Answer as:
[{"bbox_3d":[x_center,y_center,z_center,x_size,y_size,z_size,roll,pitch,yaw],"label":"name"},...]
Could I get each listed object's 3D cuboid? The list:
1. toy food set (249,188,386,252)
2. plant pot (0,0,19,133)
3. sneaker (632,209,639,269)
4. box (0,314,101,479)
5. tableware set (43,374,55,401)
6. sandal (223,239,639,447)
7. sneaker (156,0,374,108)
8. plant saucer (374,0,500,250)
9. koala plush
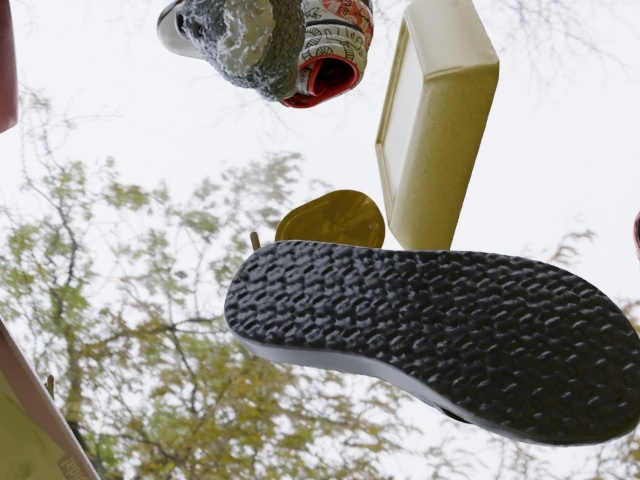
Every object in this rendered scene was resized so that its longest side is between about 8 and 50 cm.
[{"bbox_3d":[0.000,0.000,1.475,0.218,0.071,0.128,-23,-89,9],"label":"toy food set"},{"bbox_3d":[-0.432,-0.217,0.819,0.235,0.267,0.267,-66,-8,33],"label":"plant pot"},{"bbox_3d":[0.453,0.100,1.038,0.116,0.313,0.136,-24,-23,2],"label":"sneaker"},{"bbox_3d":[-0.158,0.083,0.435,0.063,0.067,0.324,-31,-91,-18],"label":"box"},{"bbox_3d":[-0.396,0.271,1.204,0.039,0.128,0.194,65,-160,-69],"label":"tableware set"},{"bbox_3d":[0.108,0.092,0.917,0.167,0.446,0.107,-62,-38,-21],"label":"sandal"},{"bbox_3d":[-0.073,-0.223,1.089,0.090,0.270,0.144,74,-164,-52],"label":"sneaker"},{"bbox_3d":[0.144,-0.169,1.311,0.081,0.332,0.332,5,-55,-8],"label":"plant saucer"},{"bbox_3d":[-0.069,-0.248,0.893,0.204,0.196,0.221,-8,-97,7],"label":"koala plush"}]
